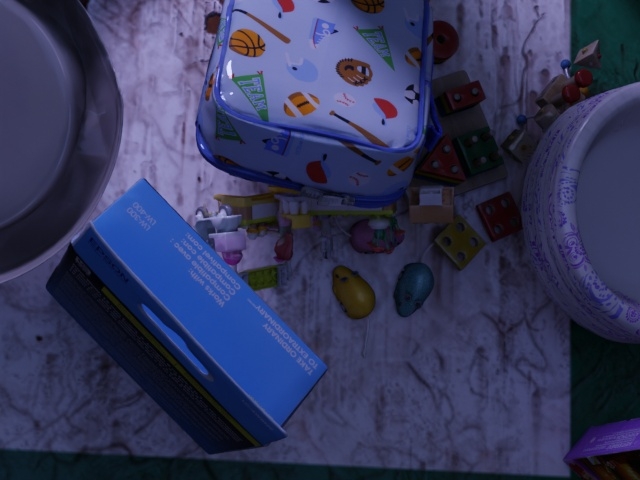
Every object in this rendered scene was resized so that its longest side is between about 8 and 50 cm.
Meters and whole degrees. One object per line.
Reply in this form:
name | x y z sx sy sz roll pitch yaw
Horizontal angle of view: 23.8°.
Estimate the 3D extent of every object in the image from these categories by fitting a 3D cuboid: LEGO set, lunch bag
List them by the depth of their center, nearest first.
lunch bag | 0.005 -0.168 1.569 0.243 0.115 0.303 13 49 -7
LEGO set | 0.000 0.000 1.592 0.287 0.132 0.107 -5 100 -24

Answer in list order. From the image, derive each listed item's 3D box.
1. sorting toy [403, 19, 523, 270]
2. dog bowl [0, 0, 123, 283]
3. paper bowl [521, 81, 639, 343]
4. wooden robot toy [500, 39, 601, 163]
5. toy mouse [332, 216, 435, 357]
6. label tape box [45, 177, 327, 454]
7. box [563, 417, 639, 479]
sorting toy | 0.141 -0.108 1.686 0.132 0.046 0.274 -20 86 -25
dog bowl | -0.359 -0.129 1.471 0.349 0.102 0.348 0 96 -1
paper bowl | 0.352 -0.028 1.673 0.284 0.148 0.284 2 85 -20
wooden robot toy | 0.288 -0.145 1.733 0.079 0.076 0.173 44 71 -15
toy mouse | 0.079 0.026 1.656 0.143 0.031 0.161 -24 86 -19
label tape box | -0.123 0.073 1.423 0.249 0.348 0.115 46 71 -3
box | 0.415 0.308 1.607 0.293 0.201 0.057 45 71 -3
